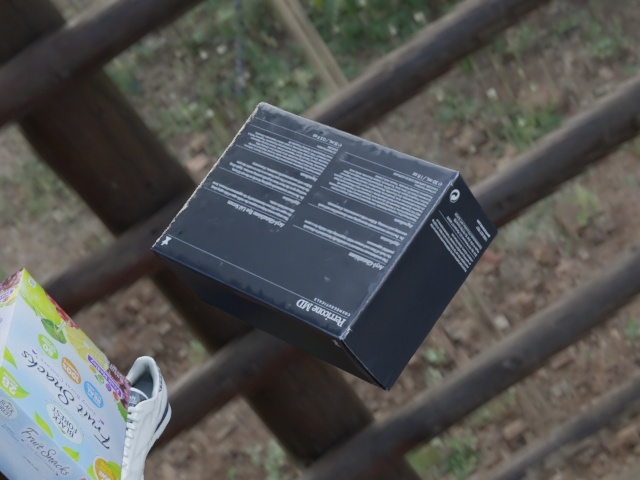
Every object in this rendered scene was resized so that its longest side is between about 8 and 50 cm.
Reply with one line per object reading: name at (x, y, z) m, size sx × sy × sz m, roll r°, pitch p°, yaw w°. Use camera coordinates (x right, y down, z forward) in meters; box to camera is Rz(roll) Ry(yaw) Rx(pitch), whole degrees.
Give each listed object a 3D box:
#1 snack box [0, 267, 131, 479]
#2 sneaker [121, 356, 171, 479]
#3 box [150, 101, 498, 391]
snack box at (-0.263, 0.150, 1.560) m, size 0.070 × 0.174 × 0.207 m, roll -32°, pitch 26°, yaw 15°
sneaker at (-0.259, 0.257, 2.101) m, size 0.090 × 0.094 × 0.235 m, roll 12°, pitch 47°, yaw 5°
box at (0.000, 0.000, 1.499) m, size 0.261 × 0.103 × 0.184 m, roll 24°, pitch 69°, yaw 42°
